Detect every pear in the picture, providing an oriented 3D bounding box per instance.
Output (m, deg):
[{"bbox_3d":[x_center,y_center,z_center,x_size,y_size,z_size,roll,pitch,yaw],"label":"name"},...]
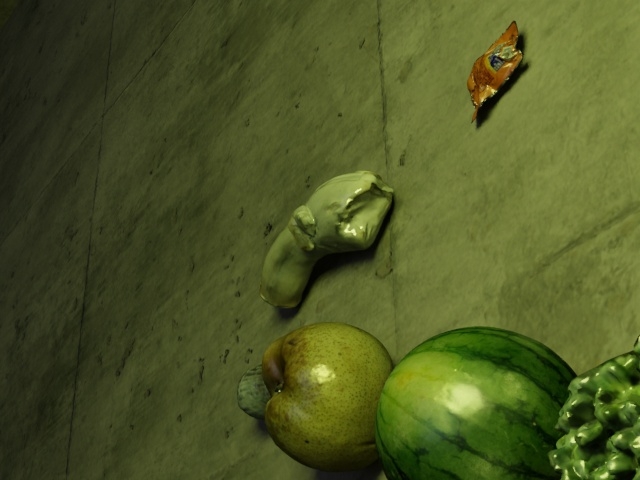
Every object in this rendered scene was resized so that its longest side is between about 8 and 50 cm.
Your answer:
[{"bbox_3d":[0.008,0.171,1.292,0.167,0.137,0.167,-45,37,49],"label":"pear"}]

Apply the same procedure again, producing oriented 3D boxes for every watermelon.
[{"bbox_3d":[0.152,0.171,1.002,0.215,0.188,0.188,24,97,19],"label":"watermelon"}]

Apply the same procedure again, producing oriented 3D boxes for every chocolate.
[{"bbox_3d":[-0.050,0.183,1.461,0.167,0.072,0.072,-24,54,51],"label":"chocolate"}]

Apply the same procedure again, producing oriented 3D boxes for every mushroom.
[{"bbox_3d":[-0.001,-0.002,1.467,0.099,0.096,0.278,-36,-4,-44],"label":"mushroom"}]

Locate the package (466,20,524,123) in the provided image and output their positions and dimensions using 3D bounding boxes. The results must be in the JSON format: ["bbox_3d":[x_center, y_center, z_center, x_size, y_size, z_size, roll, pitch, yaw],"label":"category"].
[{"bbox_3d":[0.188,-0.186,1.289,0.110,0.033,0.077,-50,44,43],"label":"package"}]

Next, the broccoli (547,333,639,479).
[{"bbox_3d":[0.295,0.162,0.700,0.248,0.245,0.288,-41,70,3],"label":"broccoli"}]
